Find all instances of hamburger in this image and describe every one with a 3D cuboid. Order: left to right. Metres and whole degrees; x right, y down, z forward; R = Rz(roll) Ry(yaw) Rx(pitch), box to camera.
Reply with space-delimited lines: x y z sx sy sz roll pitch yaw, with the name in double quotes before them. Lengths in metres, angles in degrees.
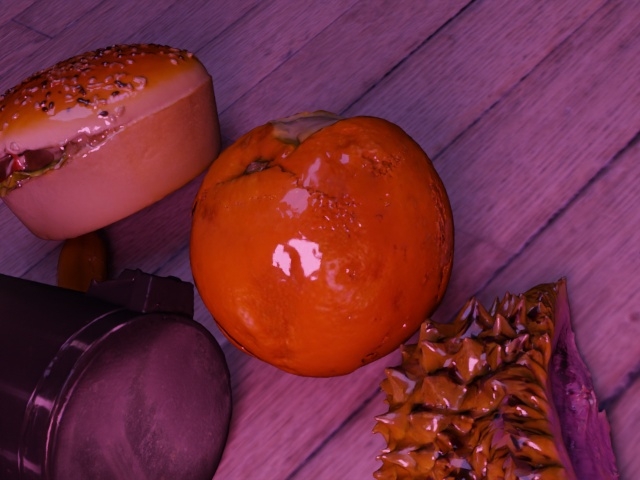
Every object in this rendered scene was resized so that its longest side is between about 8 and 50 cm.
"hamburger" -0.261 -0.129 1.182 0.300 0.176 0.300 -21 20 8

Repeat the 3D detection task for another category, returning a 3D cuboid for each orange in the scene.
"orange" 0.000 0.000 0.896 0.240 0.240 0.240 -16 41 14

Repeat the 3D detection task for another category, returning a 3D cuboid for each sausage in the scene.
"sausage" -0.265 0.052 1.122 0.062 0.054 0.183 -52 30 29

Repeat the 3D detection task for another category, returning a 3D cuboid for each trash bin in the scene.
"trash bin" -0.255 0.134 0.911 0.301 0.203 0.252 9 87 37

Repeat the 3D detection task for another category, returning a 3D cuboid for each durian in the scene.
"durian" 0.120 0.144 0.748 0.191 0.112 0.341 -13 36 12
